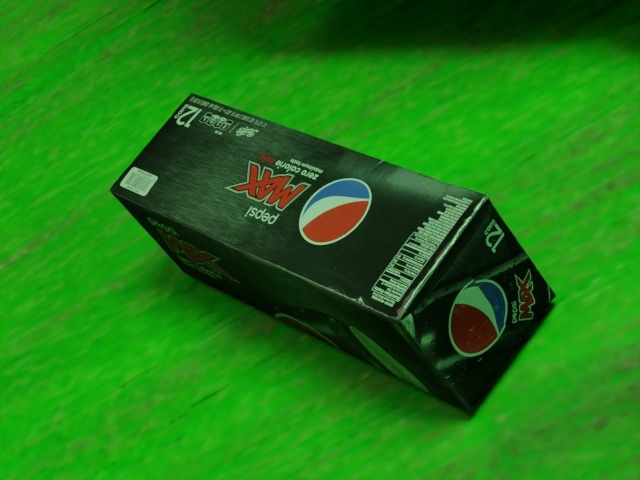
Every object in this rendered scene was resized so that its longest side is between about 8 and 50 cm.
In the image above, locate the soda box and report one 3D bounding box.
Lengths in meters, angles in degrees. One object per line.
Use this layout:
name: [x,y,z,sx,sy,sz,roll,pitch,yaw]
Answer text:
soda box: [0.000,0.000,0.635,0.169,0.060,0.053,24,69,47]
